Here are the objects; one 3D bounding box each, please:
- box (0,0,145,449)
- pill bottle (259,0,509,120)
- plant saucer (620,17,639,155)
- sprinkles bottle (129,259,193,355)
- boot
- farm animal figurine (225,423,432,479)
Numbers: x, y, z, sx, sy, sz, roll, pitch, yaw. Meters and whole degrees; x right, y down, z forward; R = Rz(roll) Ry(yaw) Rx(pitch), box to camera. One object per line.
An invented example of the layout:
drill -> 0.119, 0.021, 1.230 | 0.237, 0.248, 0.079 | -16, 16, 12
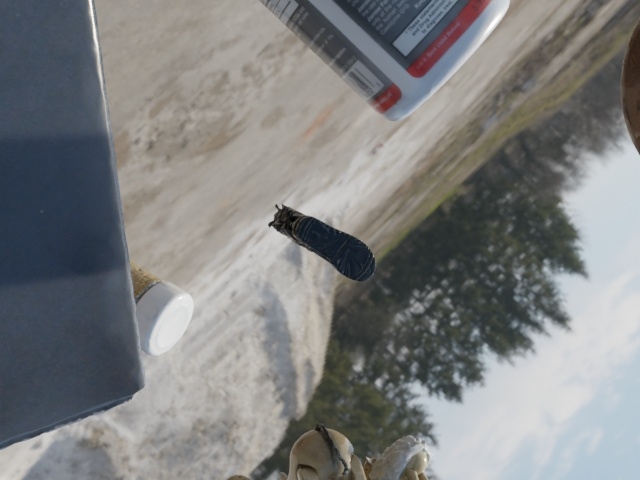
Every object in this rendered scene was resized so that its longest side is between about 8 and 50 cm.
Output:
box -> -0.368, -0.147, 0.646 | 0.297, 0.472, 0.480 | -19, 125, -28
pill bottle -> 0.027, -0.333, 1.031 | 0.210, 0.363, 0.210 | -46, -173, 8
plant saucer -> 0.498, -0.179, 0.974 | 0.310, 0.310, 0.050 | -46, -175, 13
sprinkles bottle -> -0.389, 0.062, 1.506 | 0.121, 0.355, 0.121 | -50, 158, -29
boot -> 0.000, 0.001, 1.032 | 0.045, 0.121, 0.099 | -59, -158, -4
farm animal figurine -> -0.037, 0.389, 1.277 | 0.330, 0.172, 0.327 | 6, 128, -35
